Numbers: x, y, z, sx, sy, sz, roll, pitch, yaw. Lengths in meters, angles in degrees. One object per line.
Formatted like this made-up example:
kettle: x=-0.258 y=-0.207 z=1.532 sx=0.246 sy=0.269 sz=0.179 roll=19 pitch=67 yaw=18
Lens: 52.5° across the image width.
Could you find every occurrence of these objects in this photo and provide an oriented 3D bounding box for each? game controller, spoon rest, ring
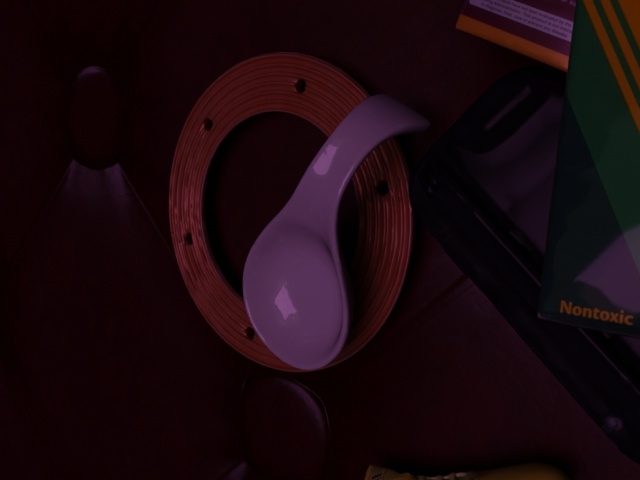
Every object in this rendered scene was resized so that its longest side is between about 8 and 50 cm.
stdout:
game controller: x=0.210 y=0.014 z=0.504 sx=0.166 sy=0.067 sz=0.319 roll=-44 pitch=70 yaw=17
spoon rest: x=0.000 y=0.000 z=0.594 sx=0.137 sy=0.084 sz=0.276 roll=39 pitch=118 yaw=28
ring: x=-0.043 y=-0.027 z=0.698 sx=0.336 sy=0.032 sz=0.337 roll=7 pitch=101 yaw=37

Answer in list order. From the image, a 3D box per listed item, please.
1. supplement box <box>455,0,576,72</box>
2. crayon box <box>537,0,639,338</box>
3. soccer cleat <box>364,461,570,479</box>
supplement box: x=0.190 y=-0.221 z=0.462 sx=0.104 sy=0.080 sz=0.188 roll=34 pitch=115 yaw=29
crayon box: x=0.298 y=-0.093 z=0.264 sx=0.362 sy=0.106 sz=0.313 roll=8 pitch=95 yaw=35
soccer cleat: x=0.090 y=0.255 z=0.598 sx=0.289 sy=0.093 sz=0.121 roll=-41 pitch=65 yaw=33
